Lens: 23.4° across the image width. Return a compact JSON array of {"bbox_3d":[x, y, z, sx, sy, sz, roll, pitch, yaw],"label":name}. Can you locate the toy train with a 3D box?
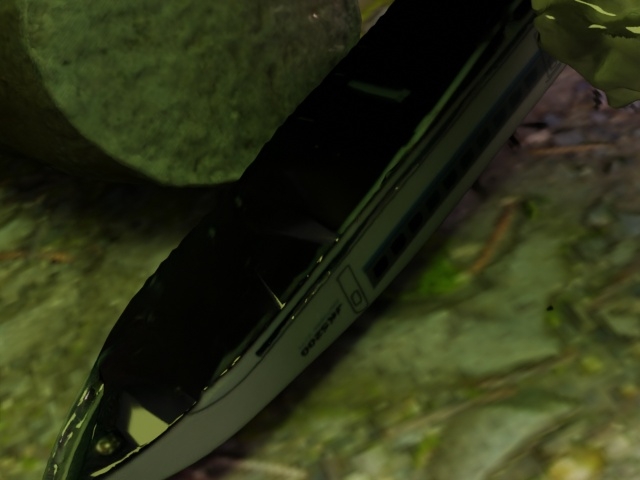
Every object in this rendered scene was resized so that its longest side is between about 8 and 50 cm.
[{"bbox_3d":[0.000,0.000,0.507,0.055,0.048,0.252,22,61,38],"label":"toy train"}]

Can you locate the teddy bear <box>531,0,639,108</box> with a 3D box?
[{"bbox_3d":[0.102,-0.199,0.456,0.327,0.362,0.375,-37,29,15],"label":"teddy bear"}]

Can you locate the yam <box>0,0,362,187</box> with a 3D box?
[{"bbox_3d":[-0.144,-0.106,0.643,0.330,0.133,0.133,16,51,41],"label":"yam"}]
